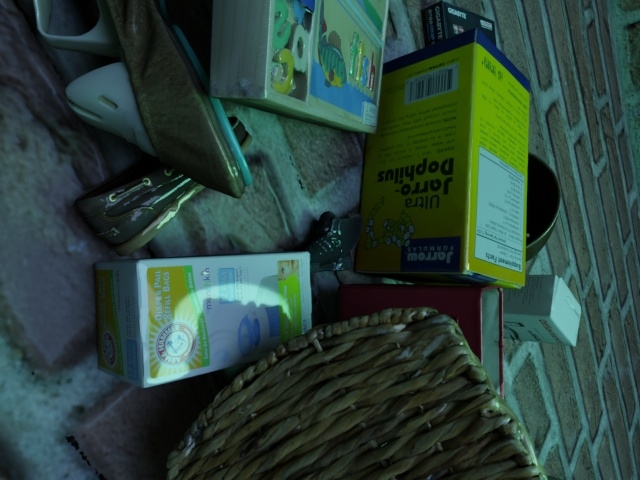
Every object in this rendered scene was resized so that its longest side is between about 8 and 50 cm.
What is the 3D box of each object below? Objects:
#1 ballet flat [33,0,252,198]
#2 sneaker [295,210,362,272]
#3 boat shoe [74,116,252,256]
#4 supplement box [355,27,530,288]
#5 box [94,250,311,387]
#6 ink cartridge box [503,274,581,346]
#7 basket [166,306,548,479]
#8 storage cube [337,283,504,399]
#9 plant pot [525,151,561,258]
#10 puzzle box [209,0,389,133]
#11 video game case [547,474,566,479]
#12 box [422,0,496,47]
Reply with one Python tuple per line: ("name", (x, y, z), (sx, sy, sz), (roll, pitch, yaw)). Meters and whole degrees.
("ballet flat", (-0.178, -0.180, 0.418), (0.124, 0.116, 0.341), (-22, 89, -14))
("sneaker", (0.002, 0.000, 0.657), (0.170, 0.051, 0.088), (1, 87, -50))
("boat shoe", (-0.154, -0.077, 0.486), (0.207, 0.073, 0.073), (-52, 125, -33))
("supplement box", (0.203, -0.109, 0.758), (0.194, 0.195, 0.355), (15, 77, -43))
("box", (-0.117, 0.071, 0.494), (0.203, 0.103, 0.114), (-1, 88, -45))
("ink cartridge box", (0.375, 0.133, 0.910), (0.148, 0.203, 0.085), (38, 62, -37))
("basket", (0.033, 0.202, 0.473), (0.213, 0.299, 0.223), (61, 8, 20))
("storage cube", (0.146, 0.152, 0.659), (0.215, 0.193, 0.183), (7, 83, -60))
("plant pot", (0.368, -0.034, 0.932), (0.230, 0.216, 0.215), (36, 63, -54))
("puzzle box", (0.011, -0.269, 0.519), (0.409, 0.052, 0.271), (-26, 122, -69))
("video game case", (0.097, 0.332, 0.499), (0.300, 0.329, 0.036), (-27, 68, -6))
("box", (0.299, -0.379, 0.967), (0.221, 0.051, 0.174), (-11, 96, -44))
